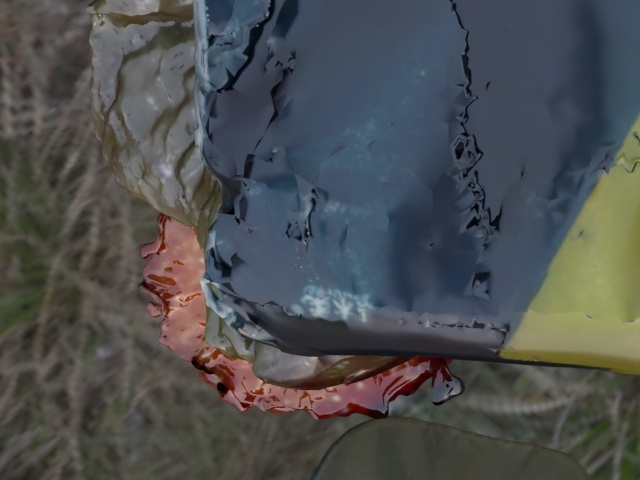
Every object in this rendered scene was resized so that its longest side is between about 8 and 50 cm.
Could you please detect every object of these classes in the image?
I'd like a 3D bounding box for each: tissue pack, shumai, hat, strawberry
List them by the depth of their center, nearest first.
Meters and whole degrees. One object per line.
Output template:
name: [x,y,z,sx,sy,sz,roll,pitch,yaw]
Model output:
tissue pack: [0.187,-0.087,0.652,0.417,0.264,0.253,2,98,22]
shumai: [0.028,-0.056,0.992,0.346,0.217,0.283,-38,60,36]
hat: [0.081,0.246,1.254,0.214,0.244,0.149,13,122,13]
strawberry: [0.000,0.000,1.278,0.234,0.178,0.234,-1,112,-3]
